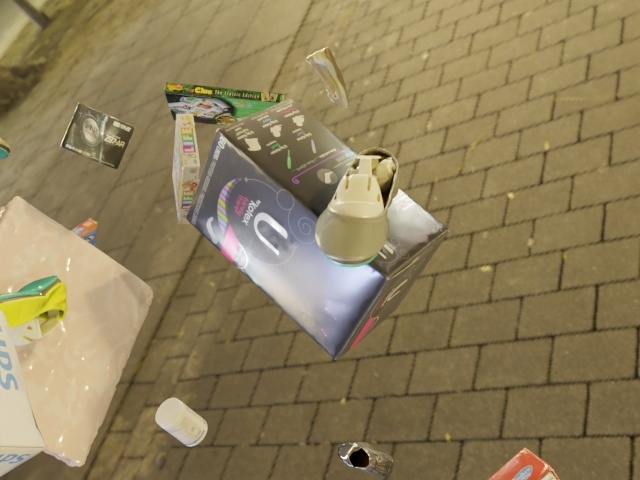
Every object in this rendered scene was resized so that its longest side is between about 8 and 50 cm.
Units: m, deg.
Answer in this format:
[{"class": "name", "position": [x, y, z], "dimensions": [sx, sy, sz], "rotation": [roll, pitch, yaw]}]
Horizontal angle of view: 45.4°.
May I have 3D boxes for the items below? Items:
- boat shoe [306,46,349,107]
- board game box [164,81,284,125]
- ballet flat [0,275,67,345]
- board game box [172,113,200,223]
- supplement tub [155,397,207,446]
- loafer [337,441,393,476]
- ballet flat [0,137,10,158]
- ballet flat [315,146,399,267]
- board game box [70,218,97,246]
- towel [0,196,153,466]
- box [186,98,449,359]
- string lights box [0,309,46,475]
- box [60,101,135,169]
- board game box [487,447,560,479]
[{"class": "boat shoe", "position": [0.019, -0.324, 1.548], "dimensions": [0.048, 0.153, 0.056], "rotation": [-17, 55, 11]}, {"class": "board game box", "position": [-0.210, -0.297, 1.713], "dimensions": [0.259, 0.136, 0.030], "rotation": [6, 68, 0]}, {"class": "ballet flat", "position": [-0.393, 0.098, 1.020], "dimensions": [0.077, 0.077, 0.231], "rotation": [-11, 4, 3]}, {"class": "board game box", "position": [-0.215, -0.111, 1.216], "dimensions": [0.154, 0.026, 0.103], "rotation": [110, 153, -55]}, {"class": "supplement tub", "position": [-0.310, 0.407, 1.711], "dimensions": [0.071, 0.107, 0.071], "rotation": [-23, 39, 20]}, {"class": "loafer", "position": [0.085, 0.467, 1.656], "dimensions": [0.170, 0.061, 0.062], "rotation": [-8, 64, 55]}, {"class": "ballet flat", "position": [-0.598, -0.177, 1.300], "dimensions": [0.073, 0.067, 0.206], "rotation": [-16, 0, 5]}, {"class": "ballet flat", "position": [0.039, -0.045, 0.770], "dimensions": [0.072, 0.068, 0.213], "rotation": [5, 24, 10]}, {"class": "board game box", "position": [-0.595, 0.071, 1.683], "dimensions": [0.281, 0.027, 0.145], "rotation": [-48, -19, -54]}, {"class": "towel", "position": [-0.440, 0.148, 1.223], "dimensions": [0.053, 0.317, 0.332], "rotation": [-11, 50, 39]}, {"class": "box", "position": [-0.010, -0.019, 0.941], "dimensions": [0.143, 0.270, 0.165], "rotation": [-34, -21, -44]}, {"class": "string lights box", "position": [-0.304, 0.126, 0.459], "dimensions": [0.259, 0.077, 0.133], "rotation": [-33, 66, 10]}, {"class": "box", "position": [-0.312, -0.146, 1.074], "dimensions": [0.067, 0.083, 0.018], "rotation": [-64, 24, 5]}, {"class": "board game box", "position": [0.208, 0.448, 0.931], "dimensions": [0.316, 0.242, 0.064], "rotation": [-39, 16, -7]}]
